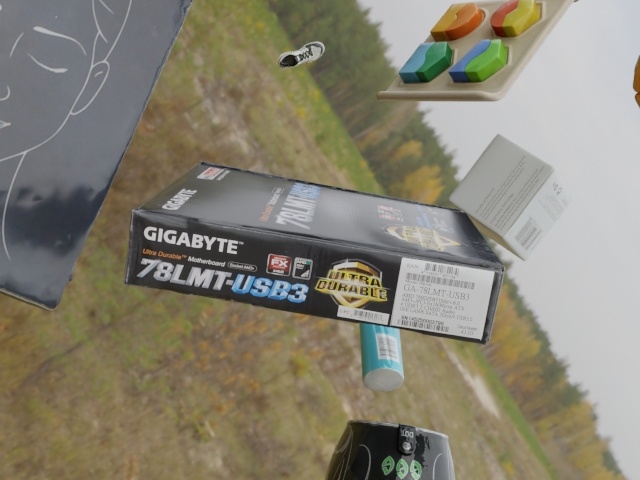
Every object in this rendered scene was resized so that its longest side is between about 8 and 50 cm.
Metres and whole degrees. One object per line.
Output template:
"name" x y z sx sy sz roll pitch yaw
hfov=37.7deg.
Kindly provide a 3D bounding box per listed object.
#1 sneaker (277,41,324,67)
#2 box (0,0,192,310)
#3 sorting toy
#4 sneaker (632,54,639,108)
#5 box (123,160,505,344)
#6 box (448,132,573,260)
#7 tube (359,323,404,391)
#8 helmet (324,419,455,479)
"sneaker" -0.032 -0.309 1.584 0.037 0.083 0.032 -85 153 -66
"box" -0.408 -0.247 0.899 0.480 0.472 0.297 29 -10 -33
"sorting toy" 0.185 -0.238 1.130 0.193 0.208 0.038 10 -38 50
"sneaker" 0.353 -0.107 0.844 0.215 0.084 0.083 58 -12 -27
"box" 0.000 0.000 0.860 0.295 0.293 0.073 -73 174 -78
"box" 0.224 -0.049 1.095 0.087 0.102 0.101 38 2 32
"tube" 0.077 0.101 1.248 0.080 0.052 0.207 40 34 -35
"helmet" 0.078 0.296 1.077 0.169 0.169 0.161 44 53 -64
